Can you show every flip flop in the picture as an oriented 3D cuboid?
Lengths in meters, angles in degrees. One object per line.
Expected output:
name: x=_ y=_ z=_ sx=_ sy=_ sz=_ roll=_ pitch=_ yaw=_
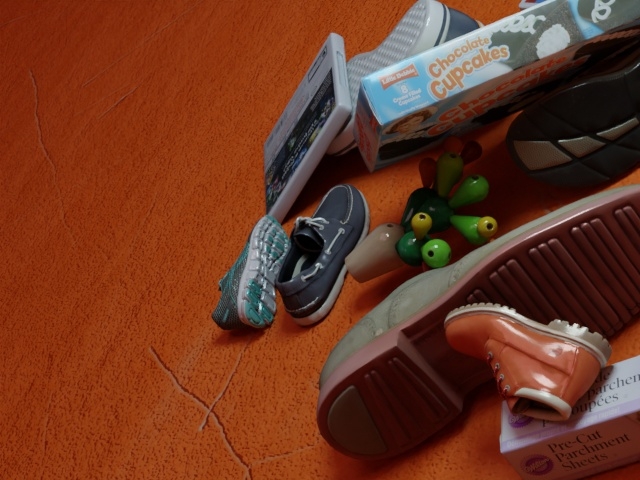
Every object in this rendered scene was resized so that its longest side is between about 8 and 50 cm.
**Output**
flip flop: x=0.318 y=-0.152 z=1.581 sx=0.277 sy=0.112 sz=0.080 roll=-36 pitch=14 yaw=2

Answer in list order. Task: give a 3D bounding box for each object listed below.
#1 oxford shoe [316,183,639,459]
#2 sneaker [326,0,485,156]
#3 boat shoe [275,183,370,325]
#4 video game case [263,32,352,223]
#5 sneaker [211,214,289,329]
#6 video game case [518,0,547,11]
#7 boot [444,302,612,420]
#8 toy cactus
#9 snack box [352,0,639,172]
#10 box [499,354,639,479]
oxford shoe: x=0.159 y=0.049 z=1.452 sx=0.397 sy=0.140 sz=0.146 roll=-30 pitch=26 yaw=11
sneaker: x=0.101 y=-0.168 z=1.808 sx=0.321 sy=0.127 sz=0.126 roll=-32 pitch=41 yaw=61
boat shoe: x=0.000 y=0.000 z=1.735 sx=0.075 sy=0.065 sz=0.206 roll=-14 pitch=39 yaw=34
video game case: x=-0.018 y=-0.137 z=1.887 sx=0.190 sy=0.022 sz=0.173 roll=-57 pitch=21 yaw=31
sneaker: x=-0.086 y=0.038 z=1.781 sx=0.076 sy=0.065 sz=0.166 roll=-21 pitch=34 yaw=33
video game case: x=0.389 y=-0.328 z=1.795 sx=0.204 sy=0.025 sz=0.285 roll=-50 pitch=34 yaw=-17
boot: x=0.162 y=0.105 z=1.315 sx=0.158 sy=0.059 sz=0.084 roll=12 pitch=63 yaw=40
toy cactus: x=0.110 y=-0.011 z=1.615 sx=0.180 sy=0.112 sz=0.219 roll=-34 pitch=28 yaw=25
snack box: x=0.192 y=-0.176 z=1.593 sx=0.322 sy=0.060 sz=0.187 roll=-23 pitch=-11 yaw=-6
box: x=0.306 y=0.126 z=1.270 sx=0.324 sy=0.067 sz=0.063 roll=-21 pitch=36 yaw=24
